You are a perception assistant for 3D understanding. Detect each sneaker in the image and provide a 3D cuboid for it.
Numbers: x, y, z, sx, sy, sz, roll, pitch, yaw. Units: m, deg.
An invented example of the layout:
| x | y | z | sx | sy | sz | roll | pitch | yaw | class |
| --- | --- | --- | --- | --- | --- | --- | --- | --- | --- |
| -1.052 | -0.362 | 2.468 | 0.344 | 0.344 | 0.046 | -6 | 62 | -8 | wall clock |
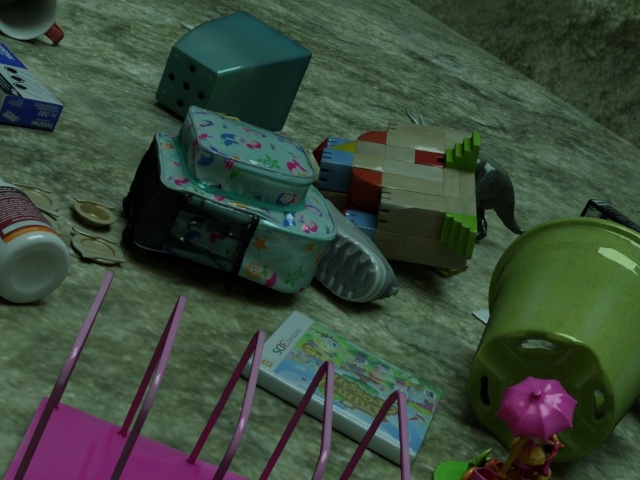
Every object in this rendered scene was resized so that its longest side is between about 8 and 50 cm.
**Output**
| x | y | z | sx | sy | sz | roll | pitch | yaw | class |
| --- | --- | --- | --- | --- | --- | --- | --- | --- | --- |
| 0.000 | 0.000 | 1.702 | 0.281 | 0.105 | 0.115 | 48 | 13 | 32 | sneaker |

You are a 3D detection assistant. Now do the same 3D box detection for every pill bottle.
| x | y | z | sx | sy | sz | roll | pitch | yaw | class |
| --- | --- | --- | --- | --- | --- | --- | --- | --- | --- |
| -0.335 | -0.008 | 1.276 | 0.086 | 0.086 | 0.152 | 7 | 28 | -43 | pill bottle |

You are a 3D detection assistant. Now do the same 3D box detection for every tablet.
| x | y | z | sx | sy | sz | roll | pitch | yaw | class |
| --- | --- | --- | --- | --- | --- | --- | --- | --- | --- |
| 0.273 | 0.130 | 1.814 | 0.083 | 0.006 | 0.054 | 39 | 23 | 29 | tablet |

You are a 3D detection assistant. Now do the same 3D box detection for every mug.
| x | y | z | sx | sy | sz | roll | pitch | yaw | class |
| --- | --- | --- | --- | --- | --- | --- | --- | --- | --- |
| -0.523 | -0.409 | 2.069 | 0.113 | 0.150 | 0.169 | -22 | 34 | -16 | mug |

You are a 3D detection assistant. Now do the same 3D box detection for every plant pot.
| x | y | z | sx | sy | sz | roll | pitch | yaw | class |
| --- | --- | --- | --- | --- | --- | --- | --- | --- | --- |
| -0.166 | -0.281 | 2.084 | 0.165 | 0.165 | 0.234 | 34 | 29 | 20 | plant pot |
| 0.309 | 0.140 | 1.509 | 0.276 | 0.276 | 0.254 | 31 | 31 | 12 | plant pot |

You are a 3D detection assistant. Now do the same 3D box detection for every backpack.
| x | y | z | sx | sy | sz | roll | pitch | yaw | class |
| --- | --- | --- | --- | --- | --- | --- | --- | --- | --- |
| -0.103 | -0.047 | 1.541 | 0.254 | 0.191 | 0.225 | 25 | 18 | -20 | backpack |

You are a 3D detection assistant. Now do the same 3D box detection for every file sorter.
| x | y | z | sx | sy | sz | roll | pitch | yaw | class |
| --- | --- | --- | --- | --- | --- | --- | --- | --- | --- |
| -0.090 | 0.175 | 0.983 | 0.291 | 0.182 | 0.202 | 24 | 20 | -8 | file sorter |

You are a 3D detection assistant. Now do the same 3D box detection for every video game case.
| x | y | z | sx | sy | sz | roll | pitch | yaw | class |
| --- | --- | --- | --- | --- | --- | --- | --- | --- | --- |
| 0.032 | 0.166 | 1.392 | 0.212 | 0.023 | 0.193 | 29 | 20 | 6 | video game case |

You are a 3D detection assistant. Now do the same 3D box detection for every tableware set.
| x | y | z | sx | sy | sz | roll | pitch | yaw | class |
| --- | --- | --- | --- | --- | --- | --- | --- | --- | --- |
| -0.308 | -0.026 | 1.454 | 0.141 | 0.020 | 0.168 | 18 | 22 | -23 | tableware set |

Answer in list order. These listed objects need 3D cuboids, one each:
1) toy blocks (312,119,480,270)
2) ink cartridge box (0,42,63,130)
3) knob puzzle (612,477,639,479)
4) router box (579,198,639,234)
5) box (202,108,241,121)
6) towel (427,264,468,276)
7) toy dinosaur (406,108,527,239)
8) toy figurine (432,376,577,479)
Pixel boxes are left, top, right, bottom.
| x | y | z | sx | sy | sz | roll | pitch | yaw | class |
| --- | --- | --- | --- | --- | --- | --- | --- | --- | --- |
| 0.108 | -0.086 | 1.900 | 0.261 | 0.190 | 0.381 | 9 | 31 | 0 | toy blocks |
| -0.465 | -0.232 | 1.736 | 0.097 | 0.046 | 0.207 | 7 | 27 | -46 | ink cartridge box |
| 0.421 | 0.338 | 1.441 | 0.213 | 0.030 | 0.213 | 23 | 20 | -9 | knob puzzle |
| 0.473 | 0.039 | 2.037 | 0.046 | 0.178 | 0.133 | 0 | 33 | -47 | router box |
| -0.118 | -0.128 | 1.895 | 0.087 | 0.058 | 0.232 | 5 | 28 | -46 | box |
| 0.132 | -0.015 | 1.981 | 0.237 | 0.021 | 0.102 | 34 | 22 | 19 | towel |
| 0.259 | -0.099 | 2.126 | 0.314 | 0.160 | 0.121 | 27 | 4 | 3 | toy dinosaur |
| 0.226 | 0.221 | 1.300 | 0.130 | 0.159 | 0.173 | 39 | 22 | 31 | toy figurine |
